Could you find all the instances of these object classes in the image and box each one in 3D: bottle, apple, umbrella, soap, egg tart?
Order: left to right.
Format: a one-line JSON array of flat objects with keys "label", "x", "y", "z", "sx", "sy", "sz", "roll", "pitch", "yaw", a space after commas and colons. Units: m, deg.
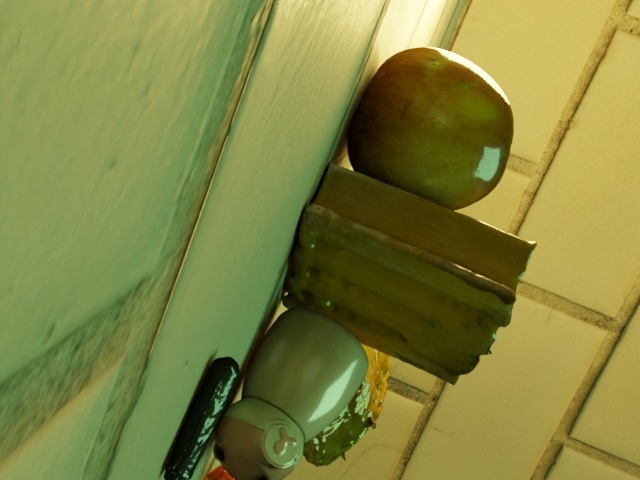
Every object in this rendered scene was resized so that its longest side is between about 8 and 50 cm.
[{"label": "umbrella", "x": -0.115, "y": 0.173, "z": 0.774, "sx": 0.036, "sy": 0.031, "sz": 0.133, "roll": 22, "pitch": 92, "yaw": -59}, {"label": "bottle", "x": -0.050, "y": 0.218, "z": 1.062, "sx": 0.236, "sy": 0.147, "sz": 0.148, "roll": -54, "pitch": 169, "yaw": -33}, {"label": "egg tart", "x": 0.045, "y": 0.257, "z": 1.505, "sx": 0.351, "sy": 0.152, "sz": 0.340, "roll": -30, "pitch": 118, "yaw": -66}, {"label": "soap", "x": 0.102, "y": 0.055, "z": 1.062, "sx": 0.259, "sy": 0.281, "sz": 0.143, "roll": 108, "pitch": 6, "yaw": -54}, {"label": "apple", "x": 0.149, "y": -0.139, "z": 1.081, "sx": 0.237, "sy": 0.207, "sz": 0.237, "roll": 25, "pitch": 90, "yaw": -87}]

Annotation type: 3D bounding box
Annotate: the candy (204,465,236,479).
[{"label": "candy", "x": -0.106, "y": 0.288, "z": 1.205, "sx": 0.078, "sy": 0.084, "sz": 0.288, "roll": 97, "pitch": 9, "yaw": -59}]
